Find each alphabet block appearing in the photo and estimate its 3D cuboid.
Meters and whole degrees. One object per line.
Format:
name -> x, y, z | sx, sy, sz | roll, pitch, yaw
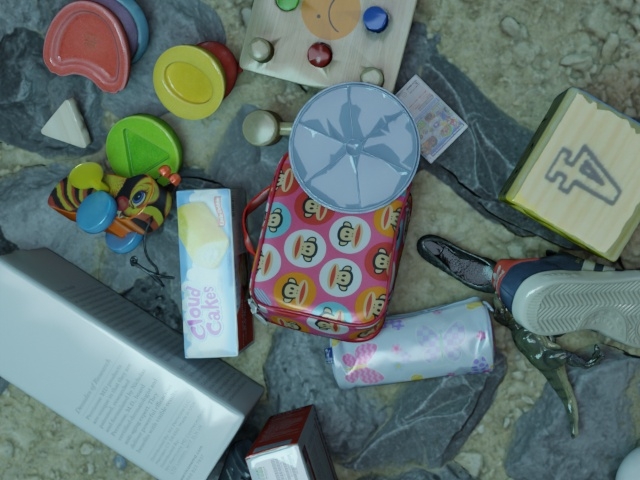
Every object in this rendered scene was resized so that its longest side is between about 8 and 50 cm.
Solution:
alphabet block -> 0.408, -0.101, 1.700 | 0.193, 0.192, 0.197 | 30, 95, 5

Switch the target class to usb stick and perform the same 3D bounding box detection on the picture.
usb stick -> -0.148, 0.426, 1.765 | 0.045, 0.077, 0.278 | -1, 134, -25

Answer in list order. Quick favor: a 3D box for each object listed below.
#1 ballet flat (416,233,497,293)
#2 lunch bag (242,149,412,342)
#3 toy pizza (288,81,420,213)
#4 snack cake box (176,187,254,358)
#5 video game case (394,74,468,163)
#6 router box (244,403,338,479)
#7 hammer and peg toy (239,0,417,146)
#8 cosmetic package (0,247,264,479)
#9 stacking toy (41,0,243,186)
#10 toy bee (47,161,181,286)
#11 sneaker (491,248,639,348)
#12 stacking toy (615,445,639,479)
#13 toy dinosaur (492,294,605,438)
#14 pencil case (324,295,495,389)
ballet flat -> 0.234, 0.043, 1.790 | 0.173, 0.049, 0.057 | 25, 95, 3
lunch bag -> 0.000, 0.000, 1.732 | 0.258, 0.120, 0.293 | 12, 71, 7
toy pizza -> 0.052, -0.141, 1.684 | 0.201, 0.032, 0.201 | 0, 91, 4
snack cake box -> -0.167, 0.048, 1.773 | 0.089, 0.152, 0.264 | -3, 92, 5
video game case -> 0.168, -0.199, 1.804 | 0.122, 0.011, 0.087 | 45, 95, 2
router box -> -0.010, 0.449, 1.704 | 0.082, 0.301, 0.335 | -17, 90, 5
hammer and peg toy -> 0.013, -0.311, 1.755 | 0.266, 0.127, 0.361 | 14, 97, 4
cosmetic package -> -0.331, 0.200, 1.755 | 0.453, 0.230, 0.161 | 33, 96, 3
stacking toy -> -0.298, -0.252, 1.818 | 0.309, 0.130, 0.279 | 28, 121, 6
toy bee -> -0.298, -0.055, 1.764 | 0.298, 0.195, 0.162 | 33, 82, 19
sneaker -> 0.424, 0.078, 1.726 | 0.350, 0.148, 0.131 | 10, 109, -28
stacking toy -> 0.671, 0.294, 1.681 | 0.480, 0.350, 0.350 | -26, 90, 23
toy dinosaur -> 0.384, 0.178, 1.783 | 0.118, 0.064, 0.268 | -33, 92, 9
pencil case -> 0.146, 0.166, 1.772 | 0.273, 0.113, 0.124 | -7, 77, 5
